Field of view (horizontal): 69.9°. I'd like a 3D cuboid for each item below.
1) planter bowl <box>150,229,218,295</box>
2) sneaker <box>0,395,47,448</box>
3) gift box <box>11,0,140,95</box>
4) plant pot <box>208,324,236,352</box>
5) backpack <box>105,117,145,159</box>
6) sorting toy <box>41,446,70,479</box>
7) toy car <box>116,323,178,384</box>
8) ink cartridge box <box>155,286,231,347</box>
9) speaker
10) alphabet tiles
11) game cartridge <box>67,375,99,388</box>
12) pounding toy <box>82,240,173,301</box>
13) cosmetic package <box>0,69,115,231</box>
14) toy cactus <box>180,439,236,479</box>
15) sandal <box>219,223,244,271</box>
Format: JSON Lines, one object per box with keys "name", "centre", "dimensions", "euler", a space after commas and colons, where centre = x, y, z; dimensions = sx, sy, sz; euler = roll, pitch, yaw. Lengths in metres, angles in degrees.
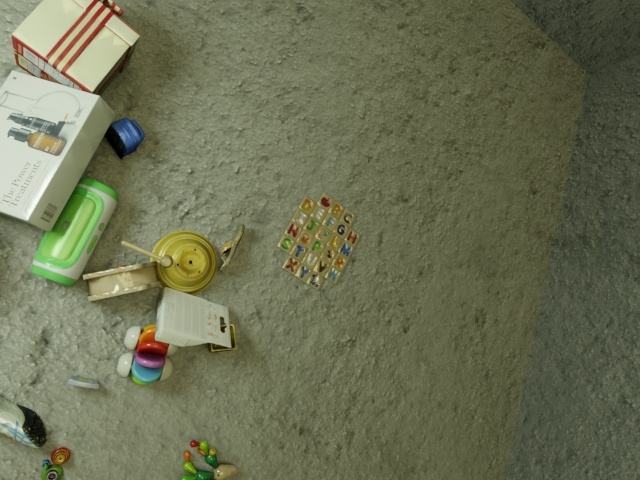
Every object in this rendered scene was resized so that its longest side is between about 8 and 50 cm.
{"name": "planter bowl", "centre": [-0.422, 0.071, 1.460], "dimensions": [0.217, 0.090, 0.217], "euler": [2, 85, -28]}
{"name": "sneaker", "centre": [-0.836, 0.478, 1.214], "dimensions": [0.086, 0.085, 0.237], "euler": [-40, 110, 2]}
{"name": "gift box", "centre": [-0.686, -0.562, 1.278], "dimensions": [0.276, 0.255, 0.258], "euler": [40, 69, -29]}
{"name": "plant pot", "centre": [-0.328, 0.324, 1.487], "dimensions": [0.082, 0.083, 0.081], "euler": [2, 66, -29]}
{"name": "backpack", "centre": [-0.589, -0.321, 1.386], "dimensions": [0.101, 0.120, 0.098], "euler": [-43, 105, -24]}
{"name": "sorting toy", "centre": [-0.737, 0.625, 1.267], "dimensions": [0.061, 0.042, 0.101], "euler": [24, 75, -25]}
{"name": "toy car", "centre": [-0.506, 0.342, 1.363], "dimensions": [0.159, 0.136, 0.181], "euler": [17, 78, -27]}
{"name": "ink cartridge box", "centre": [-0.393, 0.253, 1.424], "dimensions": [0.225, 0.181, 0.056], "euler": [26, 118, -31]}
{"name": "speaker", "centre": [-0.693, -0.025, 1.301], "dimensions": [0.131, 0.131, 0.296], "euler": [27, 73, -24]}
{"name": "alphabet tiles", "centre": [0.000, 0.000, 1.740], "dimensions": [0.285, 0.011, 0.342], "euler": [35, 70, -21]}
{"name": "game cartridge", "centre": [-0.677, 0.406, 1.311], "dimensions": [0.083, 0.056, 0.017], "euler": [21, 83, -26]}
{"name": "pounding toy", "centre": [-0.568, 0.079, 1.359], "dimensions": [0.270, 0.154, 0.154], "euler": [-12, 91, -10]}
{"name": "cosmetic package", "centre": [-0.772, -0.244, 1.218], "dimensions": [0.285, 0.097, 0.377], "euler": [17, 74, 12]}
{"name": "toy cactus", "centre": [-0.349, 0.738, 1.445], "dimensions": [0.181, 0.112, 0.218], "euler": [9, 73, -37]}
{"name": "sandal", "centre": [-0.306, 0.022, 1.543], "dimensions": [0.049, 0.072, 0.180], "euler": [23, 73, -9]}
